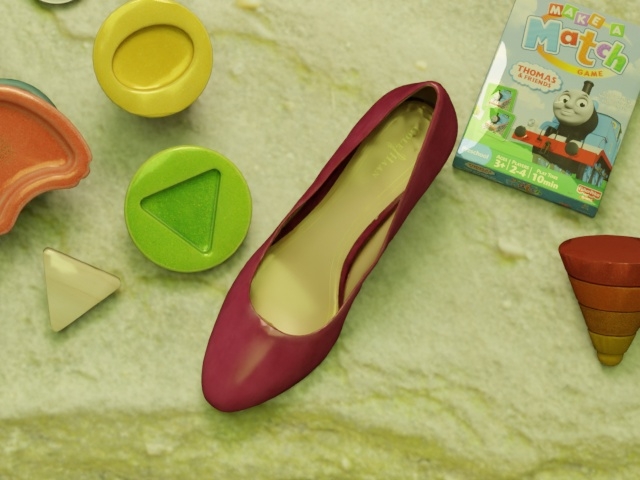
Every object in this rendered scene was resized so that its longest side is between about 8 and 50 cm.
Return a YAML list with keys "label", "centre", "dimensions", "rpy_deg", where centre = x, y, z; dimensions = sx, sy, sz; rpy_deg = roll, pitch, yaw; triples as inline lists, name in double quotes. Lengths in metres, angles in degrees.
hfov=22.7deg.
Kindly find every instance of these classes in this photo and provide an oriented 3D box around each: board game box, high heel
- label: "board game box"
  centre: [0.251, -0.150, 1.693]
  dimensions: [0.160, 0.039, 0.211]
  rpy_deg: [20, 74, 6]
- label: "high heel"
  centre: [0.000, 0.000, 1.574]
  dimensions: [0.127, 0.181, 0.377]
  rpy_deg: [31, 76, 9]

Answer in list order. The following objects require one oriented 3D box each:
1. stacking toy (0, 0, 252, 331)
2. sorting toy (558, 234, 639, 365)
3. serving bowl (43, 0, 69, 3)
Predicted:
- label: "stacking toy"
  centre: [-0.228, -0.080, 1.666]
  dimensions: [0.309, 0.130, 0.280]
  rpy_deg: [-26, 101, -4]
- label: "sorting toy"
  centre: [0.419, 0.070, 1.613]
  dimensions: [0.365, 0.127, 0.126]
  rpy_deg: [2, 103, -2]
- label: "serving bowl"
  centre: [-0.287, -0.299, 1.739]
  dimensions: [0.083, 0.027, 0.083]
  rpy_deg: [0, 95, -2]
